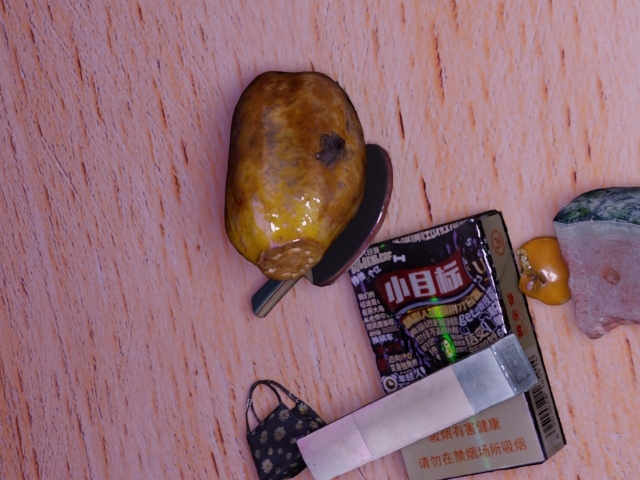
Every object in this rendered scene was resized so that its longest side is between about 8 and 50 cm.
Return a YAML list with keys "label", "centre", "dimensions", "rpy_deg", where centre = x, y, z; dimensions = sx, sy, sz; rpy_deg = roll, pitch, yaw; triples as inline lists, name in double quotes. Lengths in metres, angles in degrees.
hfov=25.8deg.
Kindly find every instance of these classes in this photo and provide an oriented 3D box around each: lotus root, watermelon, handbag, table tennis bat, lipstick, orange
- label: "lotus root"
  centre: [-0.029, -0.082, 1.731]
  dimensions: [0.193, 0.291, 0.193]
  rpy_deg: [3, 136, 3]
- label: "watermelon"
  centre: [0.405, 0.051, 1.575]
  dimensions: [0.318, 0.148, 0.226]
  rpy_deg: [37, 135, 6]
- label: "handbag"
  centre: [-0.055, 0.252, 1.920]
  dimensions: [0.115, 0.072, 0.139]
  rpy_deg: [-46, 61, 31]
- label: "table tennis bat"
  centre: [0.000, 0.000, 1.802]
  dimensions: [0.301, 0.022, 0.173]
  rpy_deg: [-48, 33, 32]
- label: "lipstick"
  centre: [0.112, 0.210, 1.700]
  dimensions: [0.317, 0.066, 0.068]
  rpy_deg: [-31, 84, 33]
- label: "orange"
  centre: [0.271, 0.038, 1.673]
  dimensions: [0.086, 0.062, 0.086]
  rpy_deg: [6, 102, 28]

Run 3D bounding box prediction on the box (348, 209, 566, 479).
- label: "box"
  centre: [0.169, 0.135, 1.741]
  dimensions: [0.198, 0.084, 0.310]
  rpy_deg: [-16, 90, 34]
